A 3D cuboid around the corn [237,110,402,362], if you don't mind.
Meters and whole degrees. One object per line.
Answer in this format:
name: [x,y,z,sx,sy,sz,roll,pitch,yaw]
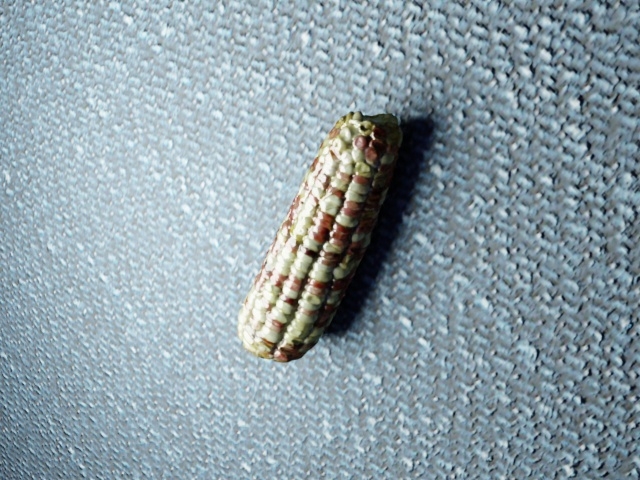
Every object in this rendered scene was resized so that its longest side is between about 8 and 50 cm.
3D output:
corn: [0.000,0.000,0.706,0.079,0.079,0.237,40,121,25]
